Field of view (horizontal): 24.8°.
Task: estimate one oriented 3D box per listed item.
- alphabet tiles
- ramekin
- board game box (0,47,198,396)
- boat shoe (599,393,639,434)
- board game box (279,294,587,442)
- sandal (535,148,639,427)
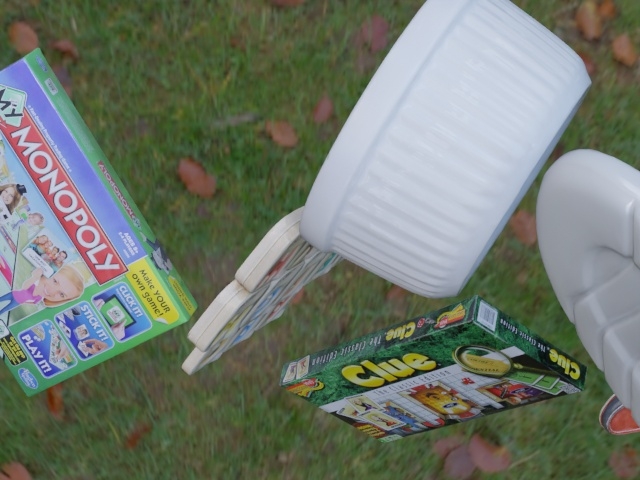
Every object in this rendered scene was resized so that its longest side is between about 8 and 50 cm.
[{"bbox_3d":[0.000,0.000,1.190,0.021,0.284,0.278,44,120,8],"label":"alphabet tiles"},{"bbox_3d":[0.086,-0.060,0.938,0.109,0.207,0.207,33,73,8],"label":"ramekin"},{"bbox_3d":[-0.300,-0.013,1.519,0.213,0.046,0.317,-26,104,20],"label":"board game box"},{"bbox_3d":[0.324,0.149,1.338,0.137,0.049,0.043,-23,31,7],"label":"boat shoe"},{"bbox_3d":[0.093,0.120,1.285,0.136,0.259,0.030,34,55,-25],"label":"board game box"},{"bbox_3d":[0.276,0.100,0.739,0.102,0.169,0.416,-35,69,-25],"label":"sandal"}]
